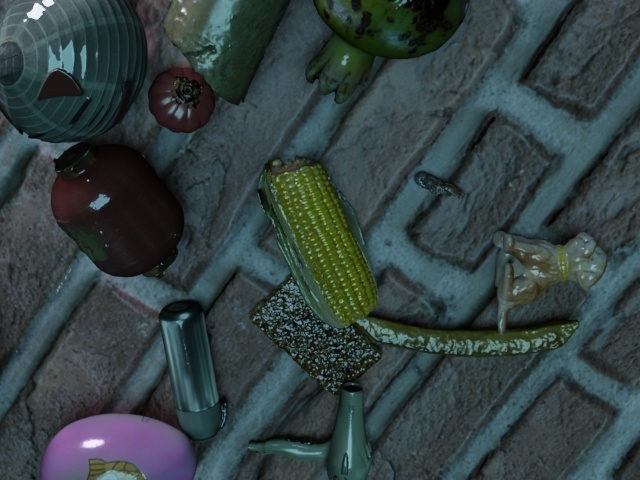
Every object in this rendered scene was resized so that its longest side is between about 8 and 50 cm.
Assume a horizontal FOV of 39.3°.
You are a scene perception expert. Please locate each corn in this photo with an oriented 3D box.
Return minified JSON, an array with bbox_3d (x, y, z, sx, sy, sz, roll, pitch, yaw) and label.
[{"bbox_3d":[-0.002,0.000,1.498,0.123,0.122,0.305,-16,104,22],"label":"corn"}]

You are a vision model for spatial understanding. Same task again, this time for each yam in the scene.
[{"bbox_3d":[-0.126,-0.372,1.345,0.168,0.168,0.304,25,105,-9],"label":"yam"}]

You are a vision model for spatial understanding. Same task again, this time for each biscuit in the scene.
[{"bbox_3d":[-0.008,0.170,1.599,0.231,0.025,0.131,43,102,-14],"label":"biscuit"}]

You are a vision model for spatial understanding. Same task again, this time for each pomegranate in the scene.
[{"bbox_3d":[0.071,-0.365,1.339,0.306,0.242,0.242,-27,109,39],"label":"pomegranate"}]

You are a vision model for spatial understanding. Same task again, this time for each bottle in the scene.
[{"bbox_3d":[-0.222,0.231,1.591,0.096,0.079,0.253,-14,109,-22],"label":"bottle"}]

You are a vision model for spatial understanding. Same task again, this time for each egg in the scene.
[{"bbox_3d":[-0.357,0.398,1.585,0.271,0.196,0.196,-19,108,-2],"label":"egg"}]

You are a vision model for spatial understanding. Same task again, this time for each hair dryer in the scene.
[{"bbox_3d":[0.005,0.343,1.635,0.225,0.088,0.218,25,110,3],"label":"hair dryer"}]

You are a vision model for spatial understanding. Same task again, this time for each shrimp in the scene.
[{"bbox_3d":[0.203,-0.089,1.507,0.092,0.038,0.029,17,109,-6],"label":"shrimp"}]

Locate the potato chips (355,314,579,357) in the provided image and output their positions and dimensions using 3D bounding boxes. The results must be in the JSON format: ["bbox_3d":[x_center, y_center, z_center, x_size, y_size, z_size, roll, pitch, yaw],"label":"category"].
[{"bbox_3d":[0.248,0.170,1.586,0.407,0.057,0.080,2,95,-1],"label":"potato chips"}]

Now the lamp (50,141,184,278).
[{"bbox_3d":[-0.325,-0.046,1.441,0.180,0.180,0.258,-27,125,8],"label":"lamp"}]

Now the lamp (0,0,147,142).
[{"bbox_3d":[-0.381,-0.264,1.337,0.265,0.233,0.233,-29,109,38],"label":"lamp"}]

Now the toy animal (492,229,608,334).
[{"bbox_3d":[0.392,0.072,1.532,0.185,0.104,0.183,-1,104,-6],"label":"toy animal"}]

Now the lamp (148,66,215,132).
[{"bbox_3d":[-0.221,-0.224,1.429,0.108,0.092,0.107,4,78,-20],"label":"lamp"}]
